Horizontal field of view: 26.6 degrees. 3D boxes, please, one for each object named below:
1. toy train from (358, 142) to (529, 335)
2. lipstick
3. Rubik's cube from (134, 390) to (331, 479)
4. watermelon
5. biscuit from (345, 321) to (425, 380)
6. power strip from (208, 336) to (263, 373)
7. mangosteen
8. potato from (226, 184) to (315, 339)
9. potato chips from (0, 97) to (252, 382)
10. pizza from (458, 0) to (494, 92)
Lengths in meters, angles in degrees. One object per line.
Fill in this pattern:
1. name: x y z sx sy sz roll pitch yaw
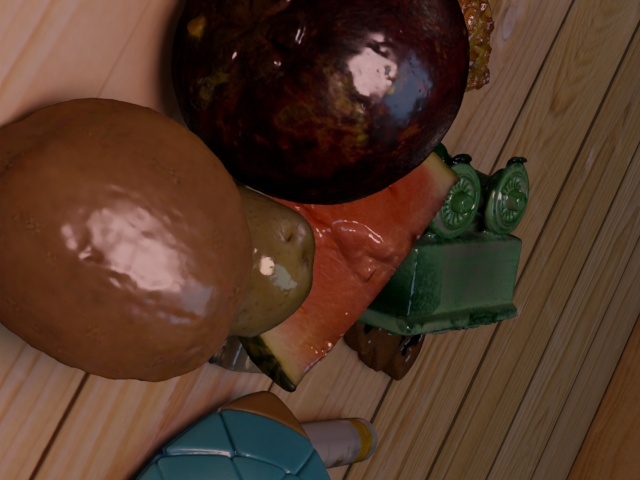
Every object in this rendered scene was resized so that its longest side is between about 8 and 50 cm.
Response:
1. toy train: 0.123 -0.008 1.487 0.266 0.145 0.201 -3 106 -52
2. lipstick: -0.006 0.238 1.568 0.264 0.059 0.059 10 101 -66
3. Rubik's cube: -0.049 0.253 1.295 0.254 0.254 0.254 -47 148 -41
4. watermelon: -0.017 0.006 1.276 0.303 0.159 0.128 -51 -179 -36
5. biscuit: 0.100 0.059 1.662 0.301 0.043 0.278 -16 123 -61
6. power strip: -0.067 0.104 1.357 0.123 0.032 0.056 16 93 -66
7. mangosteen: 0.012 -0.141 1.084 0.289 0.231 0.231 -3 113 -71
8. potato: -0.099 0.025 1.030 0.157 0.194 0.157 -6 90 -72
9. potato chips: -0.139 0.002 0.916 0.195 0.208 0.062 -25 -176 -16
10. pizza: 0.166 -0.216 1.569 0.134 0.046 0.175 -61 156 -18
